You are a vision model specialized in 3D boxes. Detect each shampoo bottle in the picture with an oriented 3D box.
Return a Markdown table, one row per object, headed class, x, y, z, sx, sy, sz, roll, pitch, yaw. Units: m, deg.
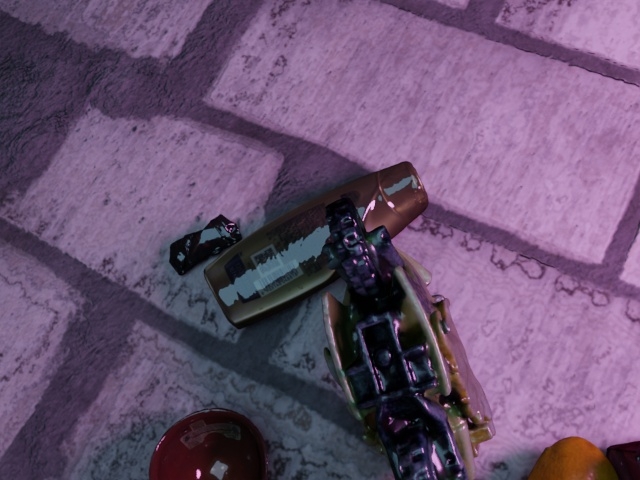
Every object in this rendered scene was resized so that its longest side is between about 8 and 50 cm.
| class | x | y | z | sx | sy | sz | roll | pitch | yaw |
| --- | --- | --- | --- | --- | --- | --- | --- | --- | --- |
| shampoo bottle | 0.000 | 0.000 | 0.879 | 0.350 | 0.084 | 0.126 | -31 | 74 | -2 |

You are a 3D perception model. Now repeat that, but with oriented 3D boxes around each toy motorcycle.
| class | x | y | z | sx | sy | sz | roll | pitch | yaw |
| --- | --- | --- | --- | --- | --- | --- | --- | --- | --- |
| toy motorcycle | 0.100 | 0.149 | 0.744 | 0.168 | 0.237 | 0.410 | -21 | 73 | 17 |

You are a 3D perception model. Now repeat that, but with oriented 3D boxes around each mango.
| class | x | y | z | sx | sy | sz | roll | pitch | yaw |
| --- | --- | --- | --- | --- | --- | --- | --- | --- | --- |
| mango | 0.301 | 0.356 | 0.712 | 0.147 | 0.109 | 0.227 | 6 | 73 | 12 |

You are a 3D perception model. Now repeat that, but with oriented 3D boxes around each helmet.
| class | x | y | z | sx | sy | sz | roll | pitch | yaw |
| --- | --- | --- | --- | --- | --- | --- | --- | --- | --- |
| helmet | -0.138 | 0.327 | 0.780 | 0.155 | 0.106 | 0.175 | -17 | 51 | -9 |

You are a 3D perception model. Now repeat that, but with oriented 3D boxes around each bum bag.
| class | x | y | z | sx | sy | sz | roll | pitch | yaw |
| --- | --- | --- | --- | --- | --- | --- | --- | --- | --- |
| bum bag | -0.187 | 0.006 | 0.929 | 0.124 | 0.034 | 0.058 | -28 | 80 | 0 |

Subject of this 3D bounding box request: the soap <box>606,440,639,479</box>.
| class | x | y | z | sx | sy | sz | roll | pitch | yaw |
| --- | --- | --- | --- | --- | --- | --- | --- | --- | --- |
| soap | 0.428 | 0.358 | 0.671 | 0.099 | 0.162 | 0.250 | -10 | 74 | -1 |
